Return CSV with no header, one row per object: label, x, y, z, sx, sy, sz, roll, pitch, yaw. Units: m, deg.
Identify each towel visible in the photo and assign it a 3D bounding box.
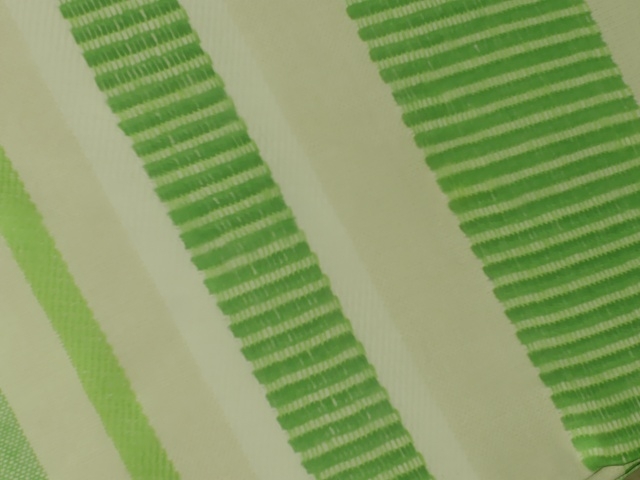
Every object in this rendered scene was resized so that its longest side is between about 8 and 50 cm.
towel,0.000,0.000,0.496,0.325,0.038,0.248,-29,94,-17
